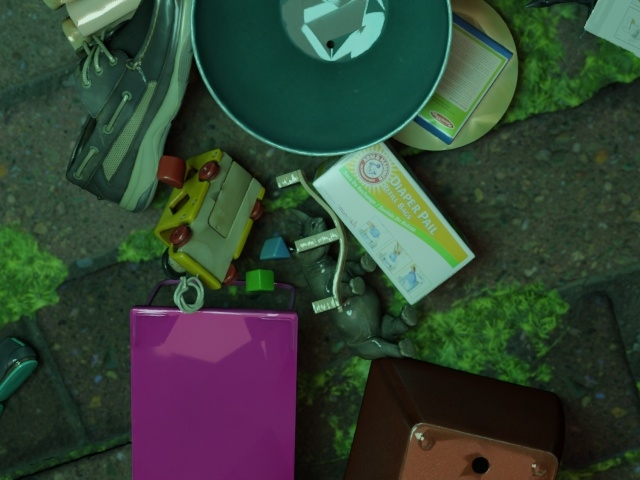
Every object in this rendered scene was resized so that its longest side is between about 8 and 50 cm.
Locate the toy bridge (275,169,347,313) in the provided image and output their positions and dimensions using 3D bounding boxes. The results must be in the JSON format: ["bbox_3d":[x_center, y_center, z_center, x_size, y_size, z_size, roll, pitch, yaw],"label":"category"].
[{"bbox_3d":[0.000,0.000,1.405,0.063,0.026,0.188,-18,83,13],"label":"toy bridge"}]

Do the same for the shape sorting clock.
[{"bbox_3d":[0.147,-0.218,1.422,0.206,0.040,0.206,1,95,8],"label":"shape sorting clock"}]

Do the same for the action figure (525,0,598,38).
[{"bbox_3d":[0.297,-0.381,1.331,0.164,0.141,0.276,-25,99,-4],"label":"action figure"}]

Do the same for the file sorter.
[{"bbox_3d":[-0.129,0.205,1.458,0.202,0.182,0.291,2,104,1],"label":"file sorter"}]

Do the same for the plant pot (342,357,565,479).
[{"bbox_3d":[0.173,0.311,1.416,0.267,0.236,0.267,14,91,-1],"label":"plant pot"}]

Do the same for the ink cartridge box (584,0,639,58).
[{"bbox_3d":[0.442,-0.299,1.349,0.232,0.066,0.189,21,104,-18],"label":"ink cartridge box"}]

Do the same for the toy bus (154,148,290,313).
[{"bbox_3d":[-0.154,-0.012,1.405,0.104,0.202,0.191,-13,91,43],"label":"toy bus"}]

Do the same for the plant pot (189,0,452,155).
[{"bbox_3d":[0.009,-0.263,1.315,0.290,0.195,0.290,2,108,6],"label":"plant pot"}]

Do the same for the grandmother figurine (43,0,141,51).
[{"bbox_3d":[-0.169,-0.348,1.380,0.342,0.104,0.208,-27,122,10],"label":"grandmother figurine"}]

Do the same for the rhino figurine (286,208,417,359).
[{"bbox_3d":[0.029,0.058,1.464,0.243,0.073,0.106,53,142,-8],"label":"rhino figurine"}]

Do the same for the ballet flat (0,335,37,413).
[{"bbox_3d":[-0.463,0.210,1.539,0.074,0.074,0.203,37,108,-6],"label":"ballet flat"}]

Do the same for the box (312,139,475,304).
[{"bbox_3d":[0.092,-0.036,1.429,0.103,0.114,0.203,-38,97,9],"label":"box"}]

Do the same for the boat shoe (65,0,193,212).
[{"bbox_3d":[-0.235,-0.189,1.351,0.130,0.132,0.355,10,122,-16],"label":"boat shoe"}]
